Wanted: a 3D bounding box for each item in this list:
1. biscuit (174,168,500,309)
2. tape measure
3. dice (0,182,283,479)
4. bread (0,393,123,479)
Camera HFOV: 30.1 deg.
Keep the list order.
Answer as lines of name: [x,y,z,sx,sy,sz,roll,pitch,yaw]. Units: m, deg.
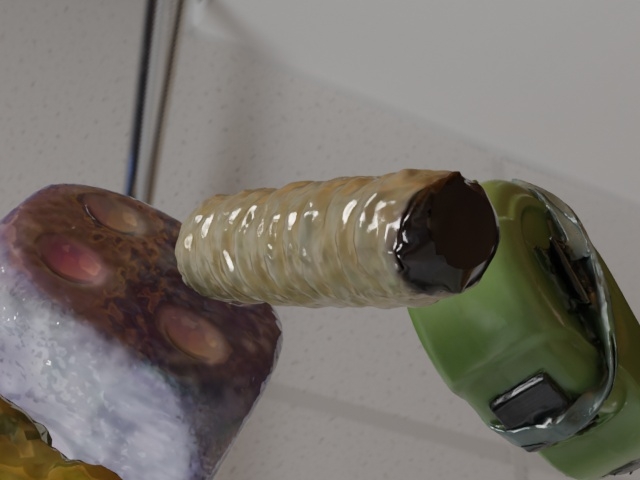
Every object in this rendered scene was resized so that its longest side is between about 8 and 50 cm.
biscuit: [0.000,0.000,0.504,0.061,0.219,0.055,-44,-71,-24]
tape measure: [0.131,0.044,0.724,0.175,0.106,0.200,12,-128,-53]
dice: [-0.210,0.129,1.069,0.270,0.270,0.271,32,-159,-3]
bread: [-0.201,0.231,0.571,0.239,0.395,0.264,24,-121,17]
